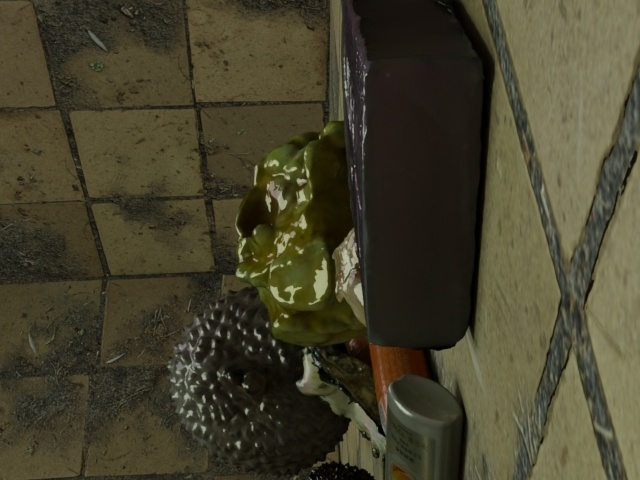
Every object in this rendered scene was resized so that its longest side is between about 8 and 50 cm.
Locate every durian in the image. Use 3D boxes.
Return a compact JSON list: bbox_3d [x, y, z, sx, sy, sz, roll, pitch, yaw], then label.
[{"bbox_3d":[0.025,0.507,1.850,0.196,0.196,0.167,-94,14,-49],"label":"durian"}]

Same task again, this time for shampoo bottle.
[{"bbox_3d":[0.105,0.249,1.032,0.086,0.056,0.227,35,137,41],"label":"shampoo bottle"}]

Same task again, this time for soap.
[{"bbox_3d":[0.081,-0.089,0.951,0.296,0.107,0.286,-93,0,-62],"label":"soap"}]

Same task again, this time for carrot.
[{"bbox_3d":[0.075,0.167,1.776,0.193,0.087,0.087,-98,6,-54],"label":"carrot"}]

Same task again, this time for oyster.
[{"bbox_3d":[0.045,0.261,1.676,0.259,0.092,0.198,45,160,5],"label":"oyster"}]

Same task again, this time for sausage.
[{"bbox_3d":[0.099,0.174,1.167,0.234,0.071,0.071,-94,2,-63],"label":"sausage"}]

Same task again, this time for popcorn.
[{"bbox_3d":[0.007,0.000,1.603,0.293,0.292,0.334,-1,-112,-56],"label":"popcorn"}]

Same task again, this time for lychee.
[{"bbox_3d":[-0.100,0.263,1.927,0.432,0.380,0.381,19,-112,-80],"label":"lychee"}]

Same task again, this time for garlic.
[{"bbox_3d":[0.083,0.041,1.386,0.124,0.099,0.175,139,127,-63],"label":"garlic"}]
